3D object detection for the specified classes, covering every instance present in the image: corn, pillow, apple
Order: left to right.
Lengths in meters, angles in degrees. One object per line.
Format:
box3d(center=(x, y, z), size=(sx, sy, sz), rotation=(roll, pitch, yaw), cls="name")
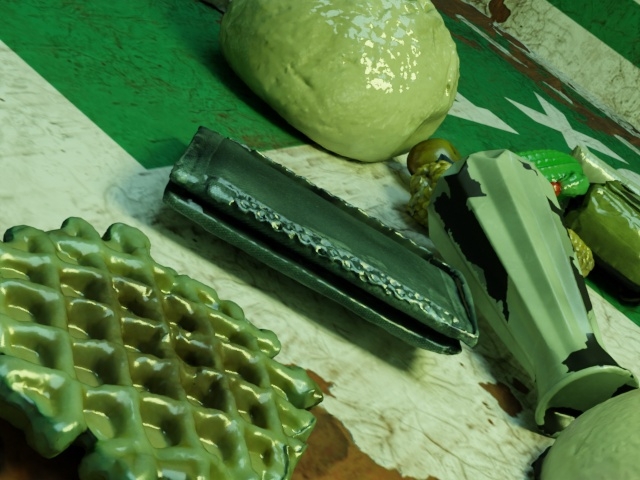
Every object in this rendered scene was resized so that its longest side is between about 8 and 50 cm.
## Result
box3d(center=(0.163, -0.102, 1.577), size=(0.089, 0.074, 0.089), rotation=(48, 17, -19), cls="apple")
box3d(center=(0.247, -0.020, 1.511), size=(0.292, 0.101, 0.101), rotation=(24, 24, -17), cls="corn")
box3d(center=(0.516, -0.058, 1.905), size=(0.254, 0.144, 0.078), rotation=(35, 54, 7), cls="pillow")

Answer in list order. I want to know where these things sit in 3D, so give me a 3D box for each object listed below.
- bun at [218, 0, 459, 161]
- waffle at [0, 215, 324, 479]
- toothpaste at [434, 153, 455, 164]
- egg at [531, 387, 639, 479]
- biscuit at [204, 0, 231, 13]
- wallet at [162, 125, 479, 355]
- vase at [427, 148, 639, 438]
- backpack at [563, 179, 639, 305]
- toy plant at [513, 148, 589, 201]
box3d(center=(0.042, -0.278, 1.581), size=(0.352, 0.227, 0.349), rotation=(28, 25, -11), cls="bun")
box3d(center=(-0.136, 0.088, 0.830), size=(0.292, 0.056, 0.309), rotation=(37, 22, 7), cls="waffle")
box3d(center=(0.186, -0.090, 1.532), size=(0.083, 0.027, 0.019), rotation=(33, 4, -28), cls="toothpaste")
box3d(center=(0.381, 0.252, 1.029), size=(0.337, 0.201, 0.337), rotation=(26, 25, -13), cls="egg")
box3d(center=(-0.132, -0.387, 1.812), size=(0.250, 0.032, 0.133), rotation=(27, 22, -15), cls="biscuit")
box3d(center=(0.000, 0.000, 1.176), size=(0.342, 0.075, 0.237), rotation=(29, 17, -8), cls="wallet")
box3d(center=(0.236, 0.051, 1.280), size=(0.165, 0.165, 0.360), rotation=(20, 34, -31), cls="vase")
box3d(center=(0.478, -0.001, 1.747), size=(0.207, 0.140, 0.253), rotation=(42, 15, 14), cls="backpack")
box3d(center=(0.285, -0.089, 1.682), size=(0.240, 0.088, 0.154), rotation=(-5, 18, -7), cls="toy plant")
